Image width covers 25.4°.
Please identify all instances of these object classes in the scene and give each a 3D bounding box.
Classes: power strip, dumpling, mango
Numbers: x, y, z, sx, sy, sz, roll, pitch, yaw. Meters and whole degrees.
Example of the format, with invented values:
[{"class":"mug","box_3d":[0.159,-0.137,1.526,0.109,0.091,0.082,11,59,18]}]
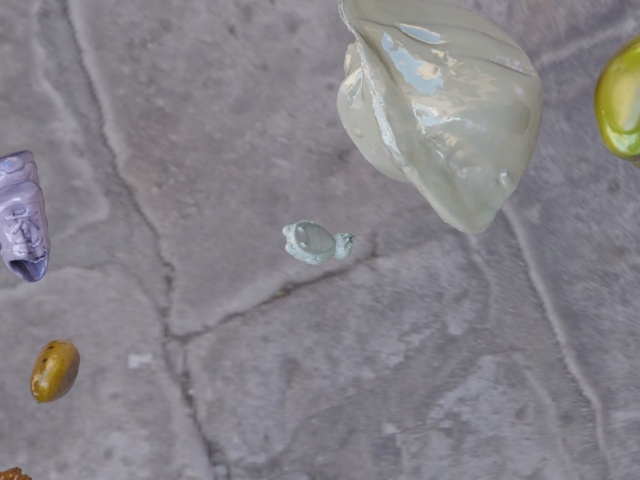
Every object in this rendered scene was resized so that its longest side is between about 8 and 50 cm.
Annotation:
[{"class":"power strip","box_3d":[0.000,0.000,1.551,0.035,0.083,0.055,-47,44,47]},{"class":"dumpling","box_3d":[0.128,-0.210,1.739,0.233,0.315,0.395,-24,41,25]},{"class":"mango","box_3d":[-0.342,0.169,1.812,0.057,0.114,0.079,22,111,-1]}]

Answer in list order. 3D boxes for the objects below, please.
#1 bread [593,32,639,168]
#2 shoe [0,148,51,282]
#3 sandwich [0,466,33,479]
[{"class":"bread","box_3d":[0.374,-0.163,1.553,0.112,0.383,0.166,46,103,11]},{"class":"shoe","box_3d":[-0.432,-0.033,2.030,0.095,0.245,0.138,-25,75,-20]},{"class":"sandwich","box_3d":[-0.393,0.417,1.827,0.250,0.162,0.301,-38,112,-19]}]
